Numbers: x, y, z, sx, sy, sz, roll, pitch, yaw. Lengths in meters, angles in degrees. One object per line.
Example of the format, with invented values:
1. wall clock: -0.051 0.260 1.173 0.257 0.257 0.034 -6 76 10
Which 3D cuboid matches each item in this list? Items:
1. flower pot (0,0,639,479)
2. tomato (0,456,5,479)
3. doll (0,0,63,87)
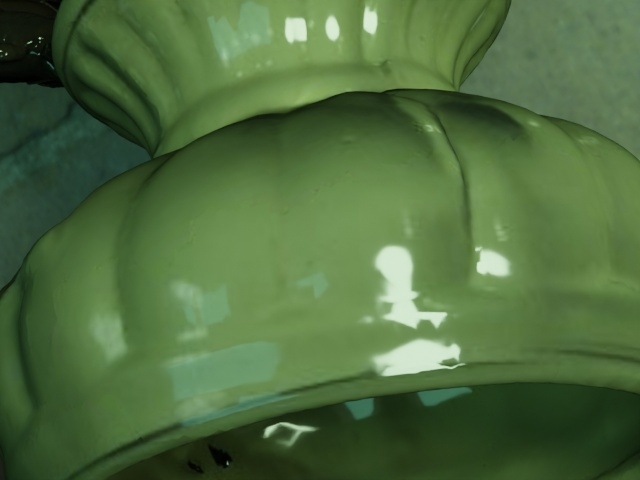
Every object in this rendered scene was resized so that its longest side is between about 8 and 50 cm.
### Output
1. flower pot: 0.000 0.000 0.774 0.307 0.307 0.244 -26 60 32
2. tomato: -0.172 0.168 0.920 0.227 0.270 0.270 -149 58 -62
3. doll: -0.155 -0.103 0.916 0.165 0.139 0.057 15 102 37
